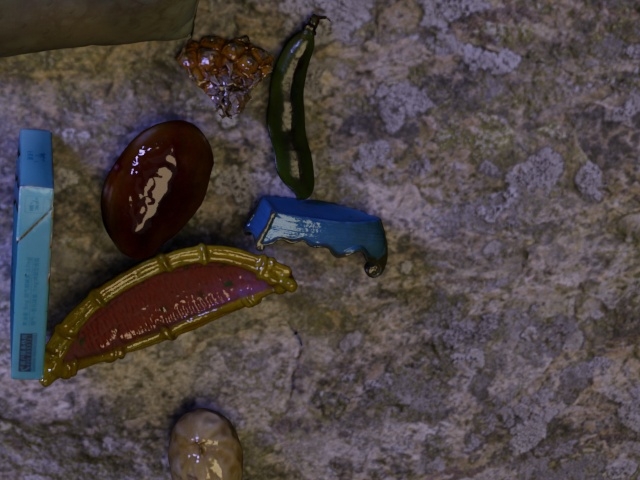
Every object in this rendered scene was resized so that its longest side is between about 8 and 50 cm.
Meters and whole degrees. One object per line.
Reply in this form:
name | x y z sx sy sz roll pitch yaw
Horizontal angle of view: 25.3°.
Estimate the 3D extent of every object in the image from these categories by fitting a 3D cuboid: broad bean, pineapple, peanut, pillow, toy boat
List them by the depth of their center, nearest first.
pillow | -0.266 -0.244 1.462 0.303 0.074 0.185 -6 161 -16
pineapple | -0.105 -0.170 1.583 0.114 0.114 0.077 8 132 -18
broad bean | -0.185 -0.060 1.619 0.165 0.084 0.114 -52 135 4
broad bean | -0.028 -0.150 1.649 0.069 0.039 0.226 -4 117 -23
toy boat | -0.188 0.076 1.672 0.318 0.099 0.141 -21 135 -2
toy boat | 0.000 0.000 1.713 0.186 0.075 0.077 6 111 -26
peanut | -0.140 0.319 1.811 0.103 0.098 0.229 -40 132 -50

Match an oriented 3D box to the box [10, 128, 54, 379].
box | -0.317 0.013 1.561 0.041 0.162 0.229 2 116 -13
